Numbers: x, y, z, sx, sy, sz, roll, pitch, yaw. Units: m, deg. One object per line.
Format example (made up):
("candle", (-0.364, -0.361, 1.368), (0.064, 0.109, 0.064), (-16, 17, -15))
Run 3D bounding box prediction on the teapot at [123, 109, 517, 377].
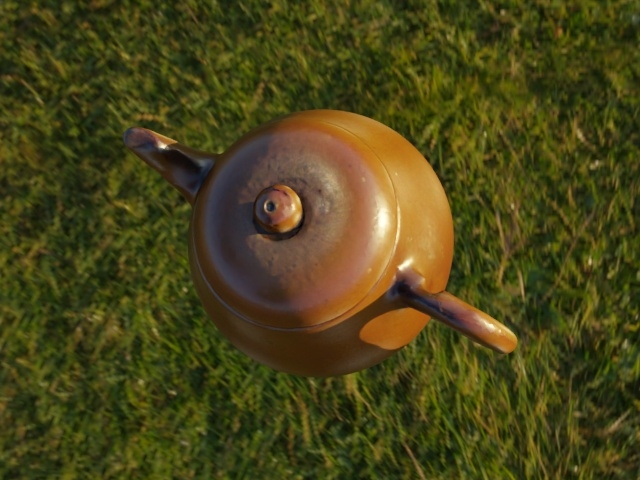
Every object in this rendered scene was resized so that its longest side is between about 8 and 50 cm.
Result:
("teapot", (0.000, 0.000, 0.478), (0.173, 0.116, 0.116), (29, 81, 17))
